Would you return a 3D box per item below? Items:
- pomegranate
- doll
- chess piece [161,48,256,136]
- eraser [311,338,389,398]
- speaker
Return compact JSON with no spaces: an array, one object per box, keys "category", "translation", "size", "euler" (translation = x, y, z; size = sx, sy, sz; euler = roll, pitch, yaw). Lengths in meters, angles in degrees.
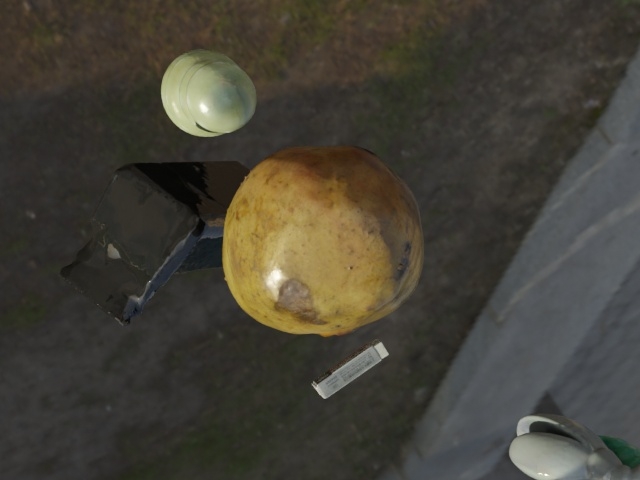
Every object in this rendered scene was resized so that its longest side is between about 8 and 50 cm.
[{"category":"pomegranate","translation":[0.000,0.000,1.643],"size":[0.281,0.281,0.281],"euler":[-23,150,-14]},{"category":"doll","translation":[0.291,0.257,1.287],"size":[0.153,0.194,0.258],"euler":[-14,164,-29]},{"category":"chess piece","translation":[-0.166,-0.223,1.908],"size":[0.144,0.144,0.251],"euler":[-27,-167,-6]},{"category":"eraser","translation":[0.045,0.195,1.893],"size":[0.122,0.029,0.052],"euler":[-34,-175,-6]},{"category":"speaker","translation":[-0.201,-0.006,1.913],"size":[0.388,0.180,0.184],"euler":[-8,130,-61]}]
